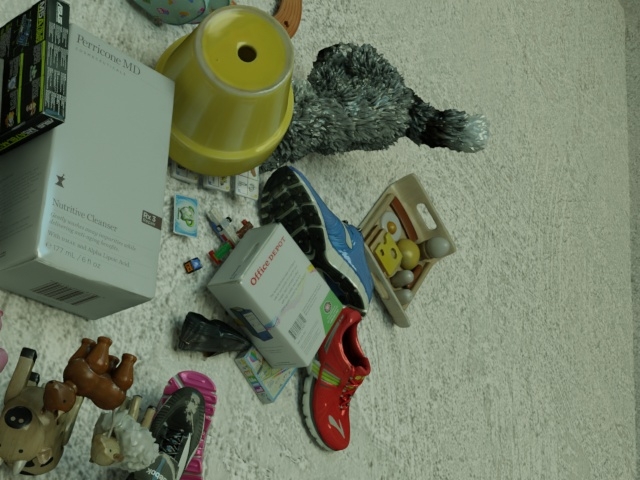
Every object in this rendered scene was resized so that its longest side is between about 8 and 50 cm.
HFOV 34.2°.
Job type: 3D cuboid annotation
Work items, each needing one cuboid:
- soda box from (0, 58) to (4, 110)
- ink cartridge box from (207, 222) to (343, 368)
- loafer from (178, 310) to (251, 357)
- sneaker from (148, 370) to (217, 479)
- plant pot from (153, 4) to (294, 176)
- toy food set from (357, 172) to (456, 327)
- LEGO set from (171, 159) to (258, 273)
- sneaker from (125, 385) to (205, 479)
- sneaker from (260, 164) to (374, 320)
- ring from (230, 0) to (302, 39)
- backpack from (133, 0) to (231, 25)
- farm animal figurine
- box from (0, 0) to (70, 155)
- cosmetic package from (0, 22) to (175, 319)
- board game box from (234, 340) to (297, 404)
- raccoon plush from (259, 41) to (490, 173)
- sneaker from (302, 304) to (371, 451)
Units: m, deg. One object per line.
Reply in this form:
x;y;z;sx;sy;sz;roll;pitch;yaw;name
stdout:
-0.507;-0.126;1.426;0.098;0.091;0.286;19;61;-49;soda box
-0.076;0.098;1.828;0.212;0.093;0.154;54;48;-26;ink cartridge box
-0.182;0.169;1.768;0.170;0.062;0.061;28;93;-52;loafer
-0.221;0.325;1.596;0.103;0.111;0.252;18;82;-8;sneaker
-0.151;-0.264;1.744;0.254;0.239;0.254;6;71;-17;plant pot
0.192;0.017;2.276;0.220;0.092;0.306;59;38;-17;toy food set
-0.195;-0.045;1.858;0.182;0.060;0.244;15;62;-35;LEGO set
-0.226;0.320;1.483;0.078;0.106;0.234;29;81;-7;sneaker
0.000;0.000;2.016;0.330;0.129;0.147;61;28;-13;sneaker
-0.156;-0.550;2.115;0.336;0.032;0.337;25;58;-46;ring
-0.244;-0.467;1.849;0.188;0.166;0.144;28;56;-40;backpack
-0.396;0.217;1.326;0.327;0.330;0.172;79;24;-59;farm animal figurine
-0.431;-0.230;1.489;0.045;0.184;0.191;21;58;-48;box
-0.356;-0.099;1.557;0.217;0.156;0.385;25;58;-43;cosmetic package
-0.086;0.209;1.889;0.103;0.026;0.154;60;38;-17;board game box
0.077;-0.232;1.997;0.299;0.446;0.216;-50;142;-50;raccoon plush
0.037;0.258;1.931;0.107;0.118;0.279;-8;96;-59;sneaker
